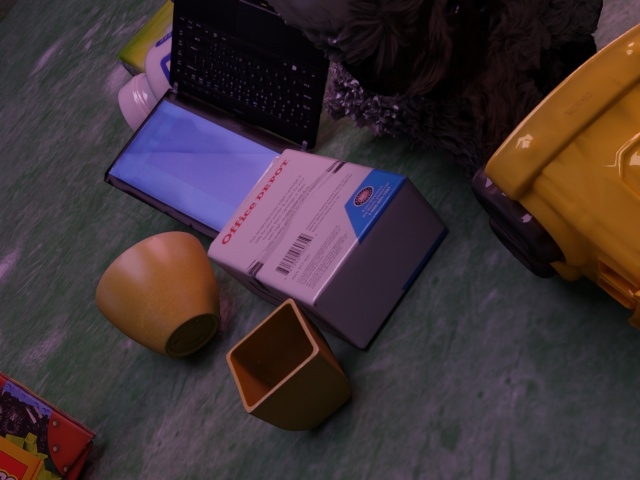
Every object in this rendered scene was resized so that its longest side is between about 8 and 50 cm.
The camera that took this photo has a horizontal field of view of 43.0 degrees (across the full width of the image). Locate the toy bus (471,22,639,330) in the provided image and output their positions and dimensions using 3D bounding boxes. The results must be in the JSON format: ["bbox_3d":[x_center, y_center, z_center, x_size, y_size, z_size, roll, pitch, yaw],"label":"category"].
[{"bbox_3d":[0.227,-0.004,0.533,0.149,0.220,0.211,-43,69,3],"label":"toy bus"}]

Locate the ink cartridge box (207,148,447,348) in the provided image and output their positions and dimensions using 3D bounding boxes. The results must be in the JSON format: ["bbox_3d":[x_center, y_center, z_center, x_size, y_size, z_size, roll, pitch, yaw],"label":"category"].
[{"bbox_3d":[0.000,0.000,0.811,0.148,0.086,0.203,-54,35,-11],"label":"ink cartridge box"}]

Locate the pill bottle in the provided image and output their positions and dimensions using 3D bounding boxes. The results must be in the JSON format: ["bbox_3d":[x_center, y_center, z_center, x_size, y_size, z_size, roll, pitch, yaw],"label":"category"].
[{"bbox_3d":[-0.147,-0.243,1.143,0.272,0.152,0.152,-31,38,21],"label":"pill bottle"}]

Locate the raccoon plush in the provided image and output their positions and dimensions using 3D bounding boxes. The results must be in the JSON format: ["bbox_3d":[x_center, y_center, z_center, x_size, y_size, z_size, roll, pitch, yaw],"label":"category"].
[{"bbox_3d":[0.043,-0.209,0.707,0.299,0.446,0.216,25,88,40],"label":"raccoon plush"}]

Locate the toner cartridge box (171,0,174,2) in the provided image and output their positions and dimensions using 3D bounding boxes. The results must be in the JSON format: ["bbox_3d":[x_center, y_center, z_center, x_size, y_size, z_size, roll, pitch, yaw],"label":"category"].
[{"bbox_3d":[-0.138,-0.422,1.148,0.165,0.075,0.348,-46,26,-7],"label":"toner cartridge box"}]

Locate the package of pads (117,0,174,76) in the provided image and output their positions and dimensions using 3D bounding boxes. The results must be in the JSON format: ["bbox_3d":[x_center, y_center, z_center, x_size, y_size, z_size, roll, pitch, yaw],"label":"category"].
[{"bbox_3d":[-0.180,-0.359,1.334,0.296,0.101,0.229,-49,34,-3],"label":"package of pads"}]

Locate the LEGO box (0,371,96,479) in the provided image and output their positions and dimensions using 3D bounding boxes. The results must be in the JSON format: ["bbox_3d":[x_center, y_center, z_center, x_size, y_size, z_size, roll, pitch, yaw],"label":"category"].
[{"bbox_3d":[-0.531,0.354,0.885,0.500,0.193,0.372,-17,41,37],"label":"LEGO box"}]

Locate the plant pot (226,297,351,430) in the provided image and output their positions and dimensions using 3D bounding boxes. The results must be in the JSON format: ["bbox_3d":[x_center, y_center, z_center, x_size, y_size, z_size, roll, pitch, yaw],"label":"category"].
[{"bbox_3d":[-0.019,0.119,0.717,0.081,0.083,0.081,-42,35,6],"label":"plant pot"}]

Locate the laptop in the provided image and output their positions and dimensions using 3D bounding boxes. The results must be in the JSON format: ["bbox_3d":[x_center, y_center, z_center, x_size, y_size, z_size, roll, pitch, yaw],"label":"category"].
[{"bbox_3d":[-0.130,-0.163,0.975,0.234,0.264,0.136,27,37,21],"label":"laptop"}]

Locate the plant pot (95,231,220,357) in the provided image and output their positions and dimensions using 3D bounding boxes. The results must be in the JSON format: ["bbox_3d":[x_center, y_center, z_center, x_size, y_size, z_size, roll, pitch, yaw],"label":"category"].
[{"bbox_3d":[-0.163,0.071,0.891,0.134,0.134,0.095,-44,61,4],"label":"plant pot"}]
